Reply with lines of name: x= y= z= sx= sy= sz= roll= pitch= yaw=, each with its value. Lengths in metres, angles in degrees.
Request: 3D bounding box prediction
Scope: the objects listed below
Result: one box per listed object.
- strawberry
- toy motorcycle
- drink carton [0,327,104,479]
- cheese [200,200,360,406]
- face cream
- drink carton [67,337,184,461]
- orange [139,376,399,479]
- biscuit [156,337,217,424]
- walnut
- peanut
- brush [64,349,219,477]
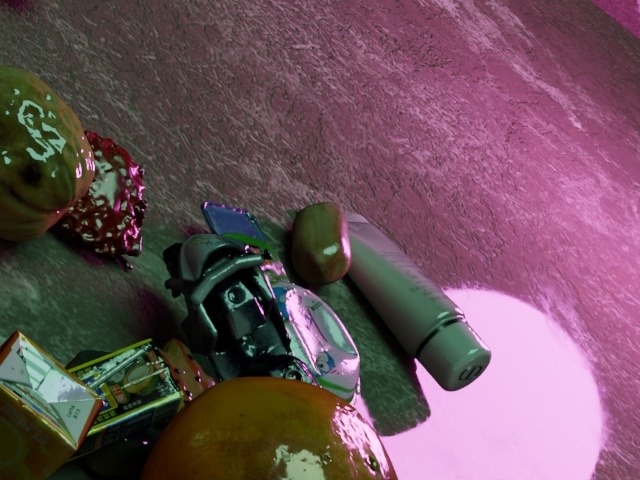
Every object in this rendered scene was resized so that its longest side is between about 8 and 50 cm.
strawberry: x=-0.271 y=-0.070 z=1.894 sx=0.208 sy=0.087 sz=0.167 roll=22 pitch=37 yaw=-37
toy motorcycle: x=-0.079 y=0.093 z=1.831 sx=0.106 sy=0.159 sz=0.270 roll=-32 pitch=71 yaw=-23
drink carton: x=-0.280 y=0.181 z=1.379 sx=0.096 sy=0.223 sz=0.071 roll=41 pitch=28 yaw=-10
cheese: x=-0.049 y=0.082 z=2.009 sx=0.204 sy=0.083 sz=0.320 roll=11 pitch=45 yaw=-50
face cream: x=0.103 y=0.062 z=2.271 sx=0.143 sy=0.089 sz=0.314 roll=4 pitch=41 yaw=-52
drink carton: x=-0.217 y=0.156 z=1.609 sx=0.166 sy=0.056 sz=0.071 roll=-21 pitch=63 yaw=-27
orange: x=-0.039 y=0.261 z=1.613 sx=0.284 sy=0.226 sz=0.284 roll=46 pitch=27 yaw=-33
biscuit: x=-0.145 y=0.148 z=1.717 sx=0.130 sy=0.019 sz=0.119 roll=2 pitch=52 yaw=-54
walnut: x=-0.322 y=-0.094 z=1.773 sx=0.184 sy=0.155 sz=0.155 roll=50 pitch=26 yaw=0
peanut: x=0.000 y=0.000 z=2.204 sx=0.076 sy=0.076 sz=0.152 roll=34 pitch=28 yaw=-24
brush: x=-0.169 y=0.172 z=1.737 sx=0.197 sy=0.059 sz=0.123 roll=7 pitch=46 yaw=-52
